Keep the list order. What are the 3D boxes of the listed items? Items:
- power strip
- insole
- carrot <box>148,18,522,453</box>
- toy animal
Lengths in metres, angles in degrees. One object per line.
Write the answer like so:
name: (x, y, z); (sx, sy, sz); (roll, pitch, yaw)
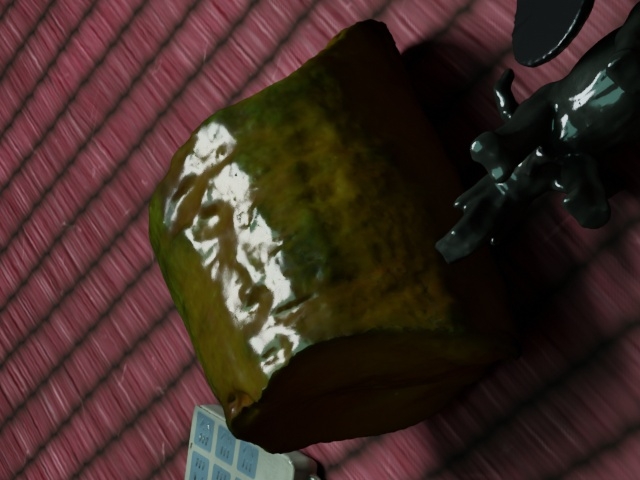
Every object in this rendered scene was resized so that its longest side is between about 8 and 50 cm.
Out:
power strip: (-0.063, 0.206, 1.681); (0.192, 0.035, 0.081); (22, 105, 56)
insole: (0.177, -0.274, 1.309); (0.119, 0.009, 0.348); (-29, 45, 56)
carrot: (0.000, 0.000, 1.429); (0.241, 0.241, 0.341); (-53, 47, 39)
toy animal: (0.176, -0.068, 1.267); (0.245, 0.146, 0.114); (-29, 104, 27)
